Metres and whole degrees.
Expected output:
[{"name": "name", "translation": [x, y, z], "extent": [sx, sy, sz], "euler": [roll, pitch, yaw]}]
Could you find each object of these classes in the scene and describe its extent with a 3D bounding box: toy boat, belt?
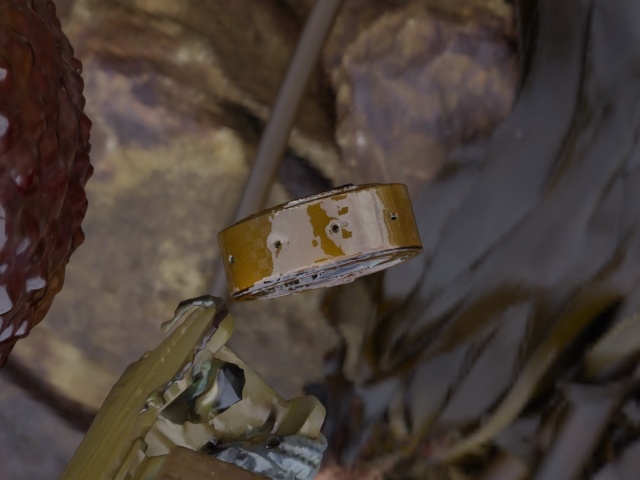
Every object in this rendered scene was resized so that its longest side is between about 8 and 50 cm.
[{"name": "toy boat", "translation": [-0.116, 0.235, 1.023], "extent": [0.162, 0.445, 0.136], "euler": [-13, 129, 46]}, {"name": "belt", "translation": [0.000, 0.000, 0.775], "extent": [0.083, 0.059, 0.036], "euler": [-16, 82, 17]}]

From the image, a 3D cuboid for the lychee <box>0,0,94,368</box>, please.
[{"name": "lychee", "translation": [-0.213, -0.048, 0.768], "extent": [0.261, 0.260, 0.260], "euler": [6, 127, 8]}]
